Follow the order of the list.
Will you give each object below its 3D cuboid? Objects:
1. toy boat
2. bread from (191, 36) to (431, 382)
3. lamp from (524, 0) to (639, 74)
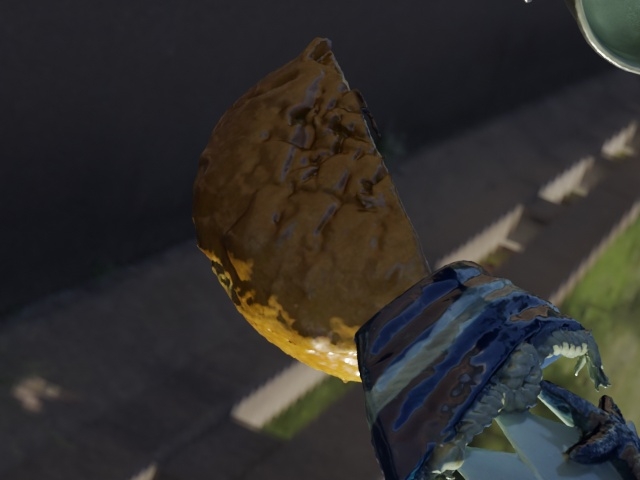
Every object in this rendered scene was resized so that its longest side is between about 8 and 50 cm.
[{"bbox_3d":[0.140,0.117,0.906,0.070,0.291,0.210,-50,-168,34],"label":"toy boat"},{"bbox_3d":[0.000,0.000,1.125,0.139,0.229,0.143,-28,143,7],"label":"bread"},{"bbox_3d":[0.168,-0.212,1.089,0.172,0.227,0.147,-41,126,5],"label":"lamp"}]
